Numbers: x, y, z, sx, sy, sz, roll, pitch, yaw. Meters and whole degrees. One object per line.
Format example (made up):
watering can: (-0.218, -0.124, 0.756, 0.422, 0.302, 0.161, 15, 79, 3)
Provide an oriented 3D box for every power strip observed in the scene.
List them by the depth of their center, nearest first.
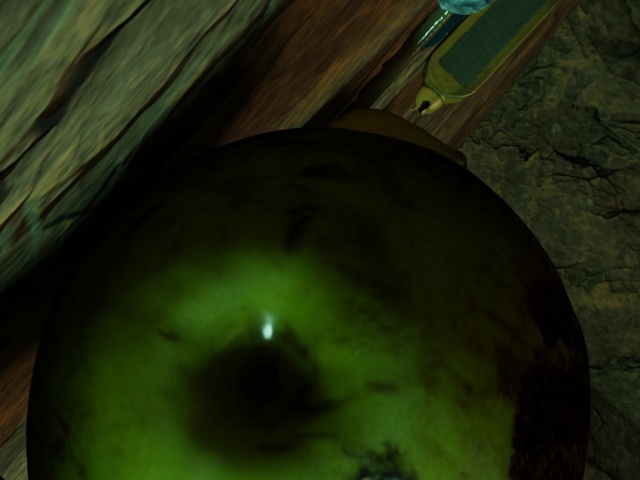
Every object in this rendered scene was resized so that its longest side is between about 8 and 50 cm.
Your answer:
power strip: (0.135, -0.167, 1.523, 0.178, 0.049, 0.028, -47, -177, -21)

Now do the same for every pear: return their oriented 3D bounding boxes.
pear: (-0.003, 0.077, 0.811, 0.283, 0.283, 0.283, -48, 176, -4)

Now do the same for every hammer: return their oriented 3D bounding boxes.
hammer: (0.059, -0.132, 1.240, 0.195, 0.028, 0.060, -46, -176, 24)

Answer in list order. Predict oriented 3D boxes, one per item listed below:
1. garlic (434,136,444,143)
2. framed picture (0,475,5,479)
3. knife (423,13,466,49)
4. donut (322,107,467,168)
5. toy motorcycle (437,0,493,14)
garlic: (0.053, -0.038, 1.526, 0.147, 0.102, 0.159, -34, 174, 36)
framed picture: (-0.281, 0.244, 0.982, 0.265, 0.018, 0.192, -48, -176, 3)
knife: (0.164, -0.234, 1.326, 0.296, 0.026, 0.044, -44, -171, -20)
donut: (0.004, -0.005, 1.178, 0.259, 0.101, 0.152, -41, 169, -20)
toy motorcycle: (0.112, -0.188, 0.594, 0.315, 0.113, 0.169, -56, -171, -17)
